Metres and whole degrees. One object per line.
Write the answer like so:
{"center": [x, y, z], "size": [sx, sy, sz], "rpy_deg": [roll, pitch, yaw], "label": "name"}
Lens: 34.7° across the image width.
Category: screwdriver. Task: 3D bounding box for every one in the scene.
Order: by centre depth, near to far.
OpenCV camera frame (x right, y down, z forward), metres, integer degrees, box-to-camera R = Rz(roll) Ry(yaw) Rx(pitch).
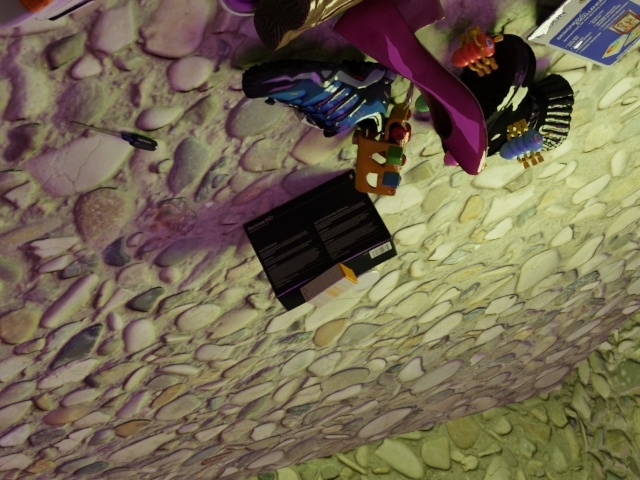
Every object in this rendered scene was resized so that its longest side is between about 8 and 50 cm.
{"center": [-0.338, -0.177, 1.688], "size": [0.170, 0.024, 0.025], "rpy_deg": [19, 98, -46], "label": "screwdriver"}

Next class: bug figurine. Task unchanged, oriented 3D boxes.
{"center": [0.284, -0.237, 1.863], "size": [0.216, 0.279, 0.072], "rpy_deg": [-29, 178, 39], "label": "bug figurine"}

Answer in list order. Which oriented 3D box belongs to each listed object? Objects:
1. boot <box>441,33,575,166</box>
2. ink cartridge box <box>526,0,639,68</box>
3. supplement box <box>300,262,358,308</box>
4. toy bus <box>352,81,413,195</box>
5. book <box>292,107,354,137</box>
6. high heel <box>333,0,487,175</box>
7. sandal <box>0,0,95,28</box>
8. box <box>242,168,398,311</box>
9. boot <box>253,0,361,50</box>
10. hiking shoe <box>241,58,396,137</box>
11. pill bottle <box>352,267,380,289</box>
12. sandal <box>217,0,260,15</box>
{"center": [0.404, -0.288, 2.023], "size": [0.260, 0.131, 0.348], "rpy_deg": [-12, 154, -22], "label": "boot"}
{"center": [0.561, -0.471, 1.920], "size": [0.307, 0.072, 0.303], "rpy_deg": [7, 139, -44], "label": "ink cartridge box"}
{"center": [0.017, 0.090, 2.033], "size": [0.098, 0.036, 0.062], "rpy_deg": [-34, 153, 13], "label": "supplement box"}
{"center": [0.114, -0.187, 1.962], "size": [0.104, 0.202, 0.191], "rpy_deg": [8, 167, 7], "label": "toy bus"}
{"center": [0.030, -0.243, 1.879], "size": [0.096, 0.035, 0.144], "rpy_deg": [-42, 149, 21], "label": "book"}
{"center": [0.156, -0.248, 1.745], "size": [0.181, 0.127, 0.377], "rpy_deg": [-29, 112, -10], "label": "high heel"}
{"center": [-0.311, -0.347, 1.323], "size": [0.265, 0.102, 0.076], "rpy_deg": [-33, 149, 7], "label": "sandal"}
{"center": [0.000, 0.000, 2.106], "size": [0.261, 0.184, 0.103], "rpy_deg": [-27, 155, 0], "label": "box"}
{"center": [0.042, -0.389, 1.473], "size": [0.269, 0.089, 0.236], "rpy_deg": [-32, -175, -18], "label": "boot"}
{"center": [0.005, -0.237, 1.728], "size": [0.304, 0.113, 0.132], "rpy_deg": [-6, 105, -34], "label": "hiking shoe"}
{"center": [0.061, 0.020, 2.208], "size": [0.094, 0.169, 0.094], "rpy_deg": [-21, 152, -12], "label": "pill bottle"}
{"center": [-0.031, -0.454, 1.381], "size": [0.169, 0.102, 0.416], "rpy_deg": [-12, 149, -28], "label": "sandal"}
